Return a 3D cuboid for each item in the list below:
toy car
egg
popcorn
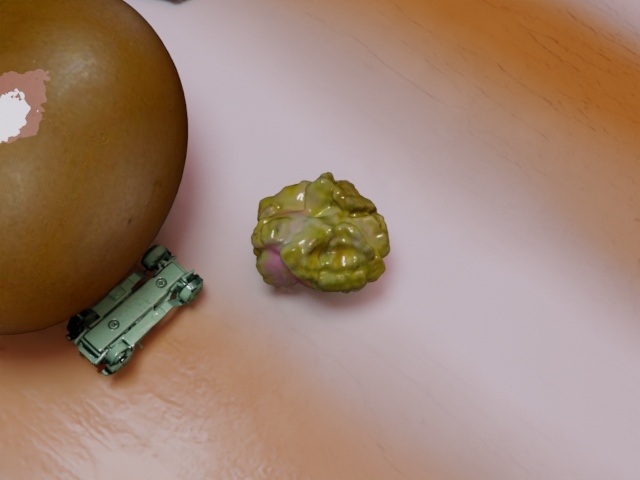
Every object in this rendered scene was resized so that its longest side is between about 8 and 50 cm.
[{"bbox_3d":[-0.191,0.072,0.852,0.073,0.054,0.143,39,63,11],"label":"toy car"},{"bbox_3d":[-0.275,-0.082,0.789,0.282,0.282,0.351,14,75,1],"label":"egg"},{"bbox_3d":[0.000,0.000,0.868,0.145,0.126,0.126,-11,56,15],"label":"popcorn"}]
